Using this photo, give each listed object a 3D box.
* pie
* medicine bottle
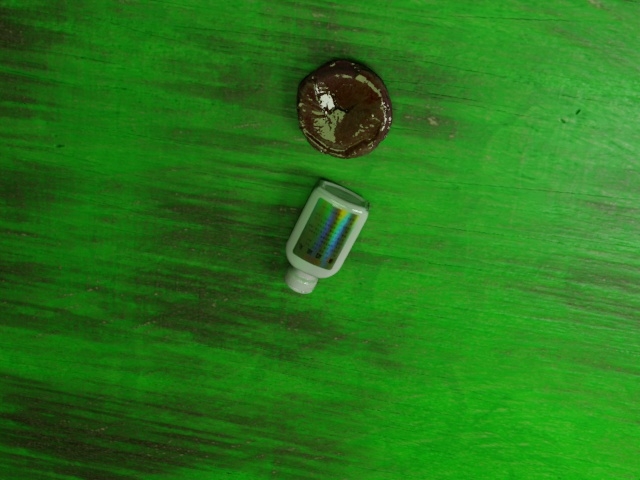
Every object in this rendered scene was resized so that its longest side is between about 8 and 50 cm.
[{"bbox_3d":[0.042,-0.234,1.552,0.182,0.049,0.182,5,115,12],"label":"pie"},{"bbox_3d":[0.000,0.000,1.650,0.115,0.078,0.219,25,116,-6],"label":"medicine bottle"}]
